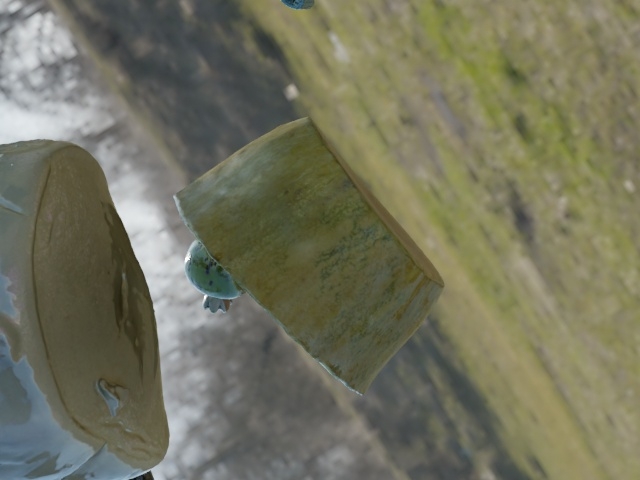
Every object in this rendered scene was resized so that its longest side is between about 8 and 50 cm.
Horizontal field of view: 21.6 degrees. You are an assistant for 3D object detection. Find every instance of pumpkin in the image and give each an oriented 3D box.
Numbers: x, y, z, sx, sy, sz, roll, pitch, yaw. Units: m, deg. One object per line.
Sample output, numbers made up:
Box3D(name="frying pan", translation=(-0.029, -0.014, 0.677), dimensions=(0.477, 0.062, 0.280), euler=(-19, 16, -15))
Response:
Box3D(name="pumpkin", translation=(0.000, 0.000, 2.009), dimensions=(0.332, 0.199, 0.332), euler=(43, -174, -6))

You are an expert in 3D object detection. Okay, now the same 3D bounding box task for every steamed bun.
Box3D(name="steamed bun", translation=(-0.319, 0.097, 1.716), dimensions=(0.236, 0.247, 0.383), euler=(-36, -64, -62))

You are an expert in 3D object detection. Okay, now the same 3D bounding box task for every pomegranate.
Box3D(name="pomegranate", translation=(-0.144, 0.049, 2.470), dimensions=(0.114, 0.115, 0.142), euler=(-121, 29, -43))

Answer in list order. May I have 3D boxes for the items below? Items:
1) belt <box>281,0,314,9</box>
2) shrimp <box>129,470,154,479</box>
Box3D(name="belt", translation=(-0.043, -0.375, 2.076), dimensions=(0.065, 0.100, 0.179), euler=(-19, -72, -72))
Box3D(name="shrimp", translation=(-0.275, 0.355, 2.452), dimensions=(0.198, 0.051, 0.262), euler=(125, 126, -88))
